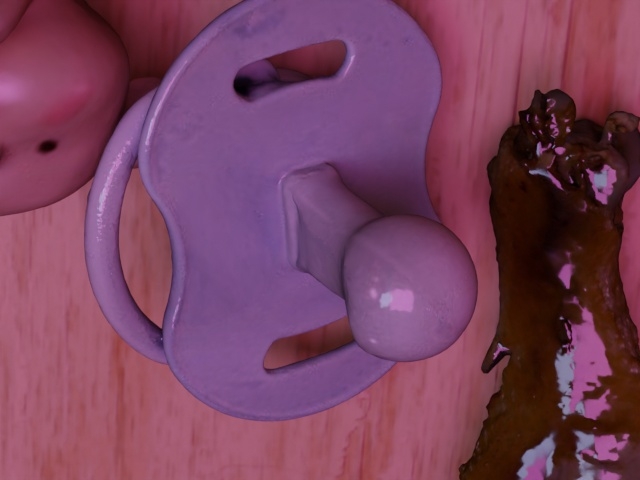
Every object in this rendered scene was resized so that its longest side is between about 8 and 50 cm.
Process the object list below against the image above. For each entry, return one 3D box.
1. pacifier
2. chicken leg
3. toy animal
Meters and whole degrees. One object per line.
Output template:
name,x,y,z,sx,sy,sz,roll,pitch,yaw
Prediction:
pacifier,0.000,0.000,1.086,0.238,0.226,0.287,-17,118,-28
chicken leg,0.170,0.109,1.186,0.201,0.153,0.429,-9,104,-7
toy animal,-0.198,-0.129,1.060,0.195,0.213,0.256,-6,111,7
